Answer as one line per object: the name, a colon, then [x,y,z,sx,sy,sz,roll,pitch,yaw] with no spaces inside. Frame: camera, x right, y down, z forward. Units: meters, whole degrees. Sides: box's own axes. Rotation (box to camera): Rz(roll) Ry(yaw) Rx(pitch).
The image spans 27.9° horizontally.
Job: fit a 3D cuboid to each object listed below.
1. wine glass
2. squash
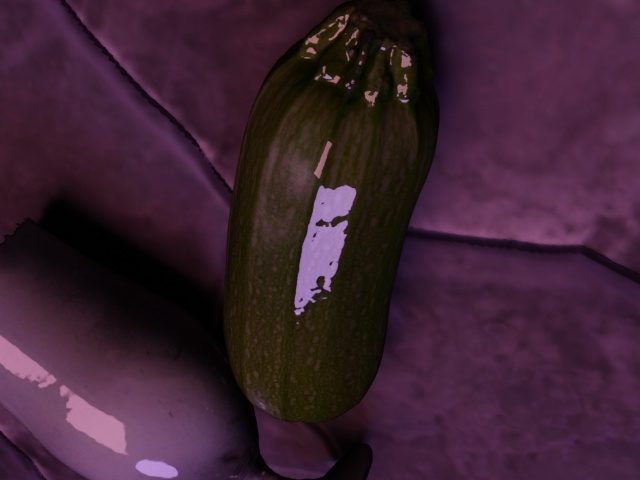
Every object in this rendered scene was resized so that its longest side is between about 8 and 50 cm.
wine glass: [-0.081,0.076,0.608,0.202,0.093,0.093,36,136,-3]
squash: [0.000,0.000,0.509,0.068,0.077,0.219,57,148,37]
